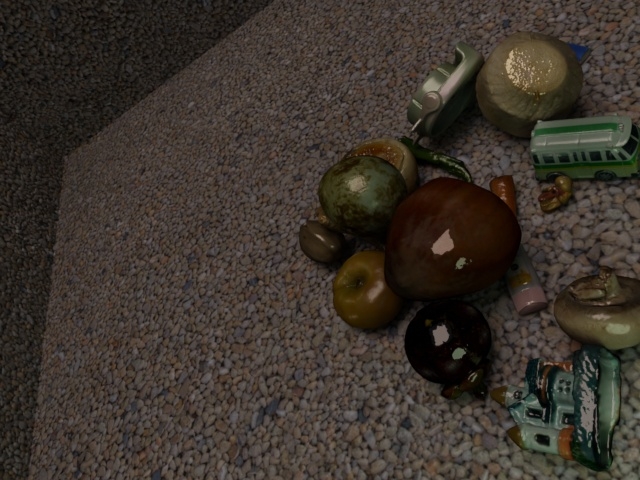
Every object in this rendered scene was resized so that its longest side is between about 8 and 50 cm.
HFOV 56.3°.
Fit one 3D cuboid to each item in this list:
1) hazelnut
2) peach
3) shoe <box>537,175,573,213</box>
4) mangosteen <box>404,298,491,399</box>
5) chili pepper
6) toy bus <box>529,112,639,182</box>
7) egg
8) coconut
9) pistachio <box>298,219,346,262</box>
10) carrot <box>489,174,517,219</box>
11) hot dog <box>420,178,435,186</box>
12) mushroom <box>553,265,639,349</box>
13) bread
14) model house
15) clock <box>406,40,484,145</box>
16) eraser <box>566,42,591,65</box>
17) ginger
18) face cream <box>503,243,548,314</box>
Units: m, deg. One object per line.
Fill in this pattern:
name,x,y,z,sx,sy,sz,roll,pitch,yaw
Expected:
hazelnut,0.330,0.007,1.585,0.366,0.366,0.366,-20,50,25
peach,0.142,0.146,1.780,0.251,0.153,0.251,-35,38,34
shoe,0.648,-0.126,1.643,0.109,0.069,0.072,-34,45,21
mangosteen,0.336,0.279,1.505,0.228,0.228,0.265,-36,78,11
chili pepper,0.365,-0.261,1.956,0.085,0.076,0.359,-32,41,-15
toy bus,0.714,-0.251,1.615,0.276,0.165,0.133,1,62,38
egg,0.118,-0.132,1.753,0.289,0.238,0.238,14,69,49
coconut,0.608,-0.458,1.772,0.329,0.329,0.329,-20,50,25
pistachio,0.000,0.000,1.994,0.138,0.153,0.238,-39,19,-7
carrot,0.533,-0.094,1.709,0.072,0.072,0.205,-19,52,26
hot dog,0.374,-0.128,1.852,0.099,0.053,0.192,-57,43,12
mushroom,0.647,0.145,1.354,0.226,0.178,0.226,-12,11,2
bread,0.184,-0.201,1.981,0.305,0.159,0.305,-18,55,28
model house,0.503,0.362,1.336,0.291,0.184,0.253,-7,64,42
clock,0.390,-0.457,1.929,0.108,0.265,0.324,41,89,15
eraser,0.798,-0.586,1.889,0.063,0.027,0.085,-49,44,-4
ginger,0.116,-0.032,1.883,0.294,0.131,0.086,31,109,10
face cream,0.529,0.098,1.580,0.084,0.057,0.198,-26,47,20
